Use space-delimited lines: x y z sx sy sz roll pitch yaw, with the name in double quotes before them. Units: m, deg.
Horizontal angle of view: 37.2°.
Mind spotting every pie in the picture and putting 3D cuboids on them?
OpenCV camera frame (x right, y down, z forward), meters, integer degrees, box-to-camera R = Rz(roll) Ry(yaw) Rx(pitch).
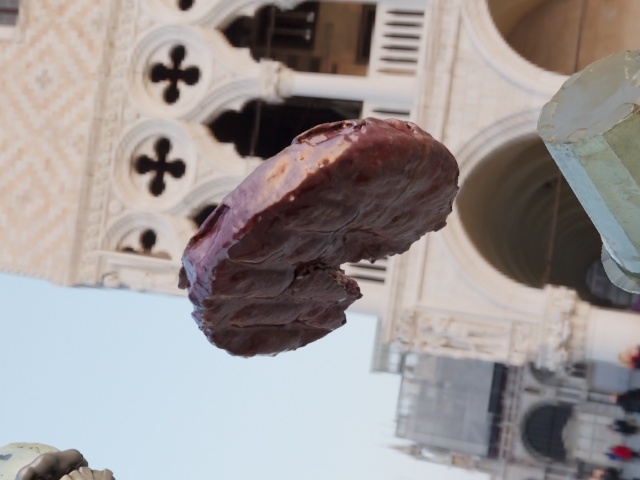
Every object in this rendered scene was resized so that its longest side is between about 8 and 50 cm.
"pie" 0.000 0.000 0.673 0.218 0.054 0.204 -41 -29 12

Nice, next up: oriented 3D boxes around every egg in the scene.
"egg" -0.435 0.358 1.413 0.131 0.164 0.131 56 -161 -31

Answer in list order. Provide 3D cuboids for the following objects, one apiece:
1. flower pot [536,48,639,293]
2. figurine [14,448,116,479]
"flower pot" 0.348 -0.083 1.000 0.203 0.212 0.212 48 -137 -25
"figurine" -0.223 0.399 1.103 0.207 0.387 0.166 5 -62 -53
